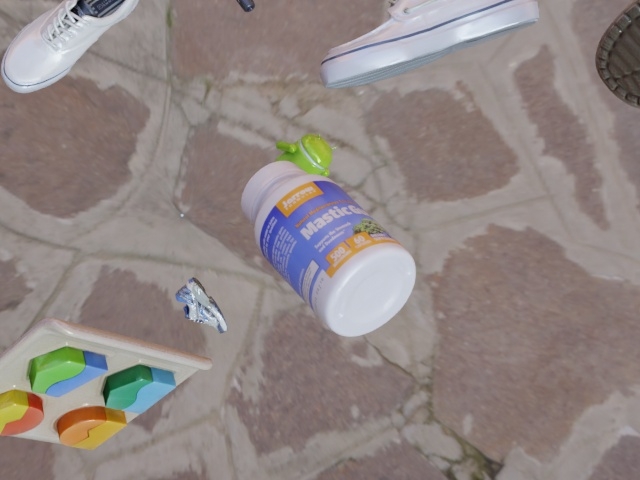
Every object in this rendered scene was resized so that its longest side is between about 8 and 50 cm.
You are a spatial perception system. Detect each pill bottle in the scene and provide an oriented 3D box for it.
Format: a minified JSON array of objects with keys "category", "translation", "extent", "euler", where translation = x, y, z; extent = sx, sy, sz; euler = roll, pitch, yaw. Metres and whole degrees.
[{"category":"pill bottle","translation":[0.000,0.000,1.554],"extent":[0.152,0.272,0.152],"euler":[-23,136,-24]}]

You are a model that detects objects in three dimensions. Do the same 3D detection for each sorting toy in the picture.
[{"category":"sorting toy","translation":[-0.234,0.147,1.027],"extent":[0.208,0.193,0.038],"euler":[-33,55,28]}]

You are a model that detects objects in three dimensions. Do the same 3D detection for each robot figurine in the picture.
[{"category":"robot figurine","translation":[-0.029,-0.126,1.767],"extent":[0.115,0.067,0.101],"euler":[-39,135,19]}]

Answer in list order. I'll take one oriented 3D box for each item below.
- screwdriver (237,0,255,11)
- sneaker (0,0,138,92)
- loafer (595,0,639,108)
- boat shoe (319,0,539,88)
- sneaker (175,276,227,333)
[{"category":"screwdriver","translation":[-0.145,-0.412,1.631],"extent":[0.024,0.025,0.170],"euler":[-31,78,2]},{"category":"sneaker","translation":[-0.378,-0.327,1.640],"extent":[0.094,0.091,0.258],"euler":[44,74,-3]},{"category":"loafer","translation":[0.336,-0.199,0.867],"extent":[0.102,0.268,0.092],"euler":[52,46,1]},{"category":"boat shoe","translation":[0.097,-0.212,1.056],"extent":[0.226,0.083,0.076],"euler":[-19,89,-13]},{"category":"sneaker","translation":[-0.218,0.125,1.977],"extent":[0.058,0.052,0.135],"euler":[-33,125,0]}]
